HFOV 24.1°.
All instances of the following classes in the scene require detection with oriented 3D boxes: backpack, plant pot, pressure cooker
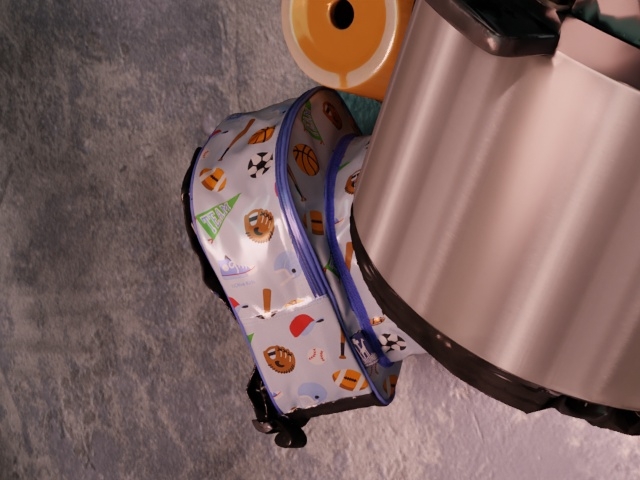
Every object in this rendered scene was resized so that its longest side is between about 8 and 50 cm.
[{"bbox_3d":[0.000,0.000,1.348,0.213,0.276,0.263,-24,114,21],"label":"backpack"},{"bbox_3d":[0.071,-0.205,1.338,0.205,0.188,0.205,7,101,37],"label":"plant pot"},{"bbox_3d":[0.243,-0.119,1.083,0.375,0.370,0.420,19,125,2],"label":"pressure cooker"}]
